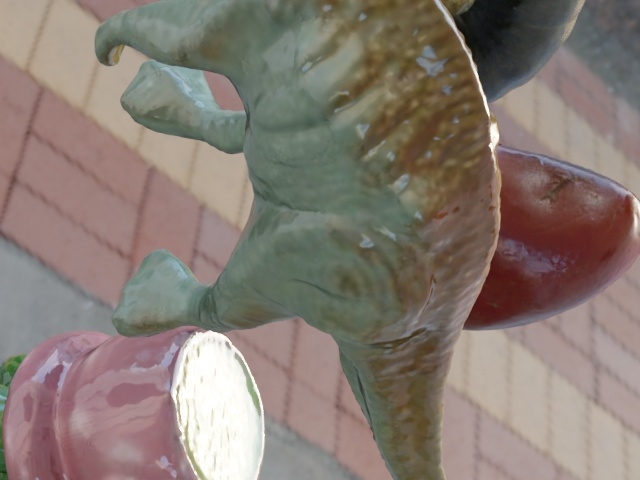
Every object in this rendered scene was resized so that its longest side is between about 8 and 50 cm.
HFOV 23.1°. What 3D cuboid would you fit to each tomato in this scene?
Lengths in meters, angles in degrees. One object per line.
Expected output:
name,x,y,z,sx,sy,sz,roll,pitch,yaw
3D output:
tomato,0.122,0.017,1.054,0.166,0.174,0.082,18,56,-4

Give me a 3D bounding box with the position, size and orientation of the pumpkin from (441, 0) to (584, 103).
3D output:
pumpkin,0.084,-0.232,1.272,0.300,0.300,0.207,27,28,-35

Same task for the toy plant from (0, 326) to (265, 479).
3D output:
toy plant,-0.246,0.171,1.448,0.317,0.356,0.210,57,39,-36

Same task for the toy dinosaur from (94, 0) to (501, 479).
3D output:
toy dinosaur,0.000,0.000,0.523,0.092,0.205,0.393,-30,105,-34
